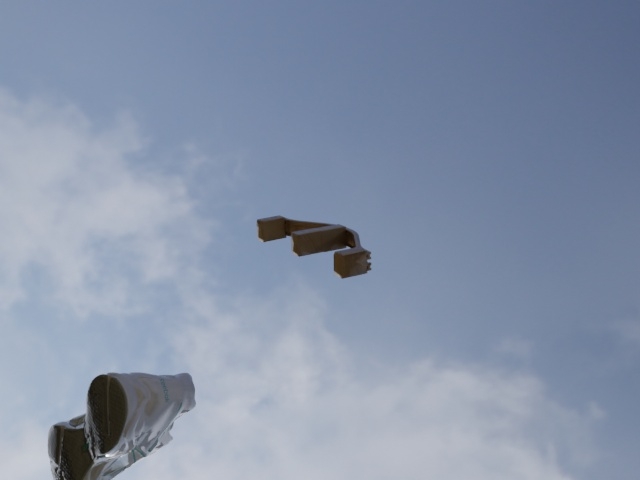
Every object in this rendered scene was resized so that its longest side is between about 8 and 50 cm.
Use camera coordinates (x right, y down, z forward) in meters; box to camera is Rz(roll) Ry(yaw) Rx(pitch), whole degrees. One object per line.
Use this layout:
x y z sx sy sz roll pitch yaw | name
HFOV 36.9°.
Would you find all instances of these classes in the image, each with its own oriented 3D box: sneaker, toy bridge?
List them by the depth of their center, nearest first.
-0.124 0.123 0.588 0.152 0.061 0.054 -41 -118 46 | sneaker
0.000 0.000 0.989 0.188 0.063 0.026 23 -60 58 | toy bridge
